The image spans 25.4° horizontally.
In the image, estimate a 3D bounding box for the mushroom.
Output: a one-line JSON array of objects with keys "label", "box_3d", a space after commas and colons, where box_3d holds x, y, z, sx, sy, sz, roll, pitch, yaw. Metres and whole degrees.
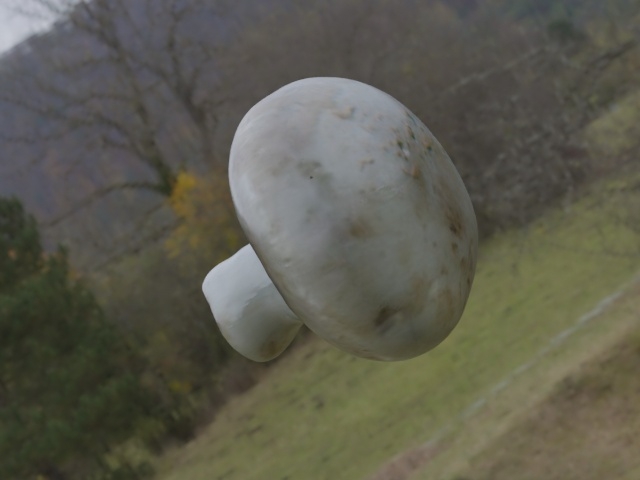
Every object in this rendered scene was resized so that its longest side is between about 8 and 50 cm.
[{"label": "mushroom", "box_3d": [0.000, 0.000, 1.121, 0.243, 0.243, 0.243, -30, 6, 4]}]
